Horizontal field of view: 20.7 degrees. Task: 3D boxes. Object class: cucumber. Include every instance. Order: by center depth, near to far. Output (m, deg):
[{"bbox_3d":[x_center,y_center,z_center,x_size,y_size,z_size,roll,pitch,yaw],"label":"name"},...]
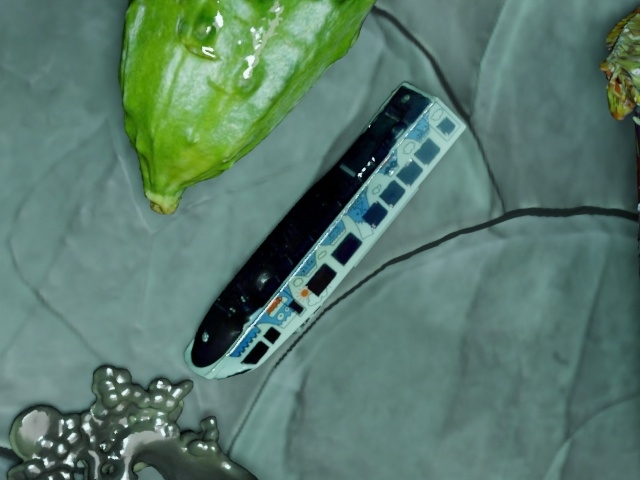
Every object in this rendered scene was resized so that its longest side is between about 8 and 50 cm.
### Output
[{"bbox_3d":[-0.037,-0.123,0.913,0.134,0.134,0.244,21,102,-26],"label":"cucumber"}]

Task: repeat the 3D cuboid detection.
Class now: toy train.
[{"bbox_3d":[0.000,0.000,1.004,0.207,0.043,0.047,-50,121,-2],"label":"toy train"}]

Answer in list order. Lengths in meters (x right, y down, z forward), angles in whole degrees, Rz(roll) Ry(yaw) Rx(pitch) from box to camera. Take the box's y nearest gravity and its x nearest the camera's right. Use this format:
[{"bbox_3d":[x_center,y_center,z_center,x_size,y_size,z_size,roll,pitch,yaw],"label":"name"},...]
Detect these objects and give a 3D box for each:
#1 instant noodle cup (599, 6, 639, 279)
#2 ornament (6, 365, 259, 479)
[{"bbox_3d":[0.318,0.019,1.011,0.340,0.340,0.265,-10,120,-20],"label":"instant noodle cup"},{"bbox_3d":[-0.116,0.222,1.003,0.251,0.106,0.260,-42,112,-8],"label":"ornament"}]
